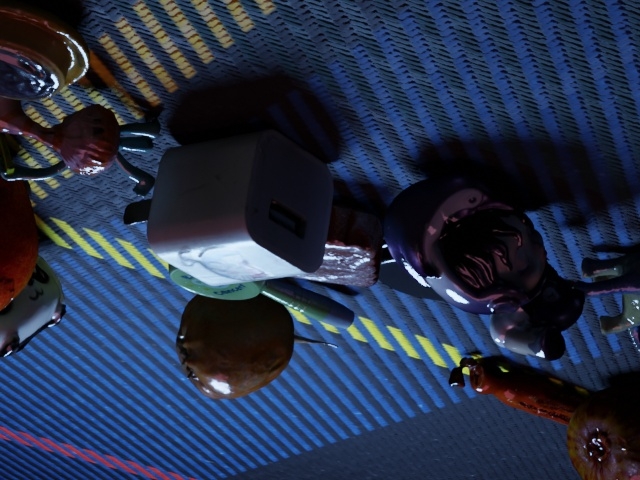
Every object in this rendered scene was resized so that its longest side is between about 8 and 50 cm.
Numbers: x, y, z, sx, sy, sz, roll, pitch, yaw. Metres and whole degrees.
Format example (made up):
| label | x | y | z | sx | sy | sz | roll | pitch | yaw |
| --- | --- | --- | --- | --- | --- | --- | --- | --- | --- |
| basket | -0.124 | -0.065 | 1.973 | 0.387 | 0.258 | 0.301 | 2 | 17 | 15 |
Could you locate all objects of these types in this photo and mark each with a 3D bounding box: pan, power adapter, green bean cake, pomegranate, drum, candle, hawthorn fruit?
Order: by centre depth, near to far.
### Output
| label | x | y | z | sx | sy | sz | roll | pitch | yaw |
| --- | --- | --- | --- | --- | --- | --- | --- | --- | --- |
| power adapter | -0.107 | -0.027 | 1.795 | 0.205 | 0.125 | 0.130 | -9 | 153 | 38 |
| pomegranate | -0.404 | -0.004 | 1.883 | 0.210 | 0.210 | 0.235 | 15 | 156 | -13 |
| green bean cake | 0.000 | 0.000 | 1.916 | 0.135 | 0.056 | 0.135 | 7 | 159 | 4 |
| pan | 0.169 | 0.045 | 1.997 | 0.235 | 0.028 | 0.136 | 10 | 160 | -2 |
| drum | -0.056 | 0.047 | 2.071 | 0.253 | 0.049 | 0.130 | 17 | 158 | -19 |
| hawthorn fruit | -0.098 | 0.120 | 2.194 | 0.189 | 0.149 | 0.149 | -20 | -177 | -42 |
| candle | 0.315 | 0.218 | 2.363 | 0.329 | 0.048 | 0.051 | 21 | 170 | -30 |

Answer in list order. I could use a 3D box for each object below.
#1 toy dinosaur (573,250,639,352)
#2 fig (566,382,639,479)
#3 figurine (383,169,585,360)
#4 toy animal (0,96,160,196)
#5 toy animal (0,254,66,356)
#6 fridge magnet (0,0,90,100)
| label | x | y | z | sx | sy | sz | roll | pitch | yaw |
| --- | --- | --- | --- | --- | --- | --- | --- | --- | --- |
| toy dinosaur | 0.377 | 0.054 | 1.880 | 0.188 | 0.075 | 0.247 | -3 | 149 | 23 |
| fig | 0.436 | 0.265 | 2.301 | 0.207 | 0.175 | 0.175 | 4 | 164 | -31 |
| figurine | 0.162 | 0.018 | 1.792 | 0.145 | 0.145 | 0.222 | -13 | 128 | 45 |
| toy animal | -0.258 | -0.099 | 1.712 | 0.208 | 0.103 | 0.100 | 14 | -158 | -21 |
| toy animal | -0.418 | 0.057 | 2.095 | 0.204 | 0.156 | 0.208 | -6 | -162 | 31 |
| fridge magnet | -0.277 | -0.171 | 1.581 | 0.143 | 0.063 | 0.143 | 10 | 157 | 4 |
